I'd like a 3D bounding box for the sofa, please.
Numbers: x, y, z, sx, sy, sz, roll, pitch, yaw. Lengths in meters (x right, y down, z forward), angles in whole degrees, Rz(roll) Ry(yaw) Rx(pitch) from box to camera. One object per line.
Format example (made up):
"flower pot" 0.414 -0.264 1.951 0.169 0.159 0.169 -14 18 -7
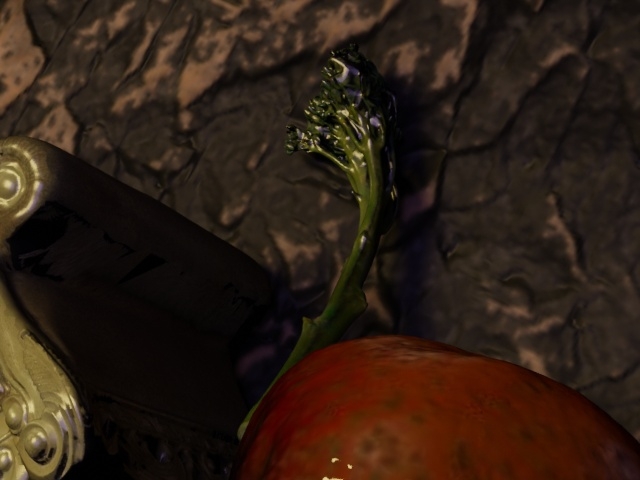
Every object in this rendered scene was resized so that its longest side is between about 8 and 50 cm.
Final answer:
"sofa" -0.157 0.072 0.568 0.258 0.200 0.182 -33 66 12

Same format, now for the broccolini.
"broccolini" 0.007 0.002 0.583 0.052 0.054 0.194 20 50 -13

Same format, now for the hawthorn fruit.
"hawthorn fruit" 0.063 0.114 0.494 0.194 0.157 0.157 8 74 -13
